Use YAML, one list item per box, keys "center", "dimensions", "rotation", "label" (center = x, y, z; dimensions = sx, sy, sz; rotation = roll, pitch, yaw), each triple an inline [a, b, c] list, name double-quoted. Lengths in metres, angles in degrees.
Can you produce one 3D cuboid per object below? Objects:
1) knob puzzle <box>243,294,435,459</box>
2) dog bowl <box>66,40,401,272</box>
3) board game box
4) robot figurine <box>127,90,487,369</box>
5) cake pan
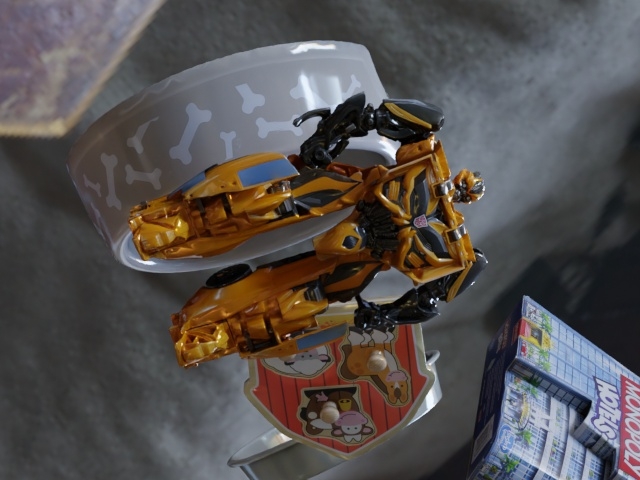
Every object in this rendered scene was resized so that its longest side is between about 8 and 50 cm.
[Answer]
- center: [0.019, 0.147, 1.455]
  dimensions: [0.213, 0.213, 0.030]
  rotation: [-55, -162, 28]
  label: "knob puzzle"
- center: [-0.076, -0.072, 1.482]
  dimensions: [0.348, 0.102, 0.349]
  rotation: [-18, 164, -6]
  label: "dog bowl"
- center: [0.209, 0.150, 1.061]
  dimensions: [0.060, 0.194, 0.194]
  rotation: [-59, -176, 27]
  label: "board game box"
- center: [0.000, 0.000, 1.228]
  dimensions: [0.291, 0.211, 0.085]
  rotation: [-18, -161, 4]
  label: "robot figurine"
- center: [0.026, 0.224, 1.797]
  dimensions: [0.293, 0.054, 0.293]
  rotation: [-28, 180, 0]
  label: "cake pan"
